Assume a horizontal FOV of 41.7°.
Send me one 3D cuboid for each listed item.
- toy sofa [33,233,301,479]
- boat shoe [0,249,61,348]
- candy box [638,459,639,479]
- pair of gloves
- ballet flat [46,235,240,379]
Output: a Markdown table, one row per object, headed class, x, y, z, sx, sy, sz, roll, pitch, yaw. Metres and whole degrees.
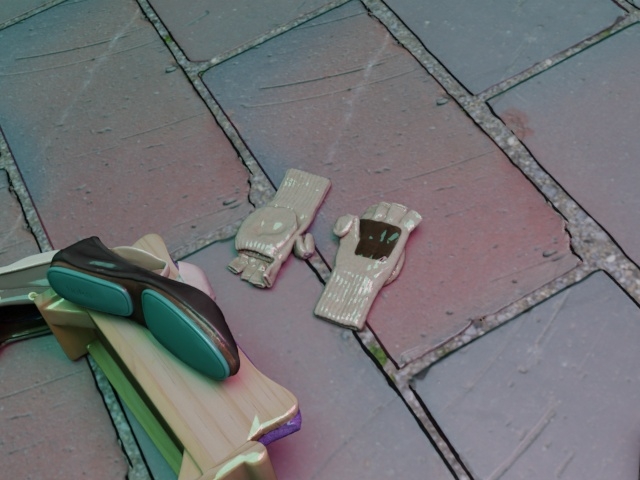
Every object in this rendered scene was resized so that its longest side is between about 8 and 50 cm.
| class | x | y | z | sx | sy | sz | roll | pitch | yaw |
| --- | --- | --- | --- | --- | --- | --- | --- | --- | --- |
| toy sofa | -0.178 | 0.173 | 1.026 | 0.177 | 0.150 | 0.362 | -34 | 58 | -19 |
| boat shoe | -0.455 | 0.102 | 1.144 | 0.305 | 0.109 | 0.091 | -18 | 51 | -7 |
| candy box | 0.370 | 0.274 | 0.893 | 0.053 | 0.109 | 0.186 | 10 | 58 | 15 |
| pair of gloves | 0.000 | 0.000 | 1.178 | 0.240 | 0.042 | 0.204 | 24 | 64 | 24 |
| ballet flat | -0.188 | 0.059 | 0.965 | 0.281 | 0.095 | 0.096 | 25 | 47 | 22 |
